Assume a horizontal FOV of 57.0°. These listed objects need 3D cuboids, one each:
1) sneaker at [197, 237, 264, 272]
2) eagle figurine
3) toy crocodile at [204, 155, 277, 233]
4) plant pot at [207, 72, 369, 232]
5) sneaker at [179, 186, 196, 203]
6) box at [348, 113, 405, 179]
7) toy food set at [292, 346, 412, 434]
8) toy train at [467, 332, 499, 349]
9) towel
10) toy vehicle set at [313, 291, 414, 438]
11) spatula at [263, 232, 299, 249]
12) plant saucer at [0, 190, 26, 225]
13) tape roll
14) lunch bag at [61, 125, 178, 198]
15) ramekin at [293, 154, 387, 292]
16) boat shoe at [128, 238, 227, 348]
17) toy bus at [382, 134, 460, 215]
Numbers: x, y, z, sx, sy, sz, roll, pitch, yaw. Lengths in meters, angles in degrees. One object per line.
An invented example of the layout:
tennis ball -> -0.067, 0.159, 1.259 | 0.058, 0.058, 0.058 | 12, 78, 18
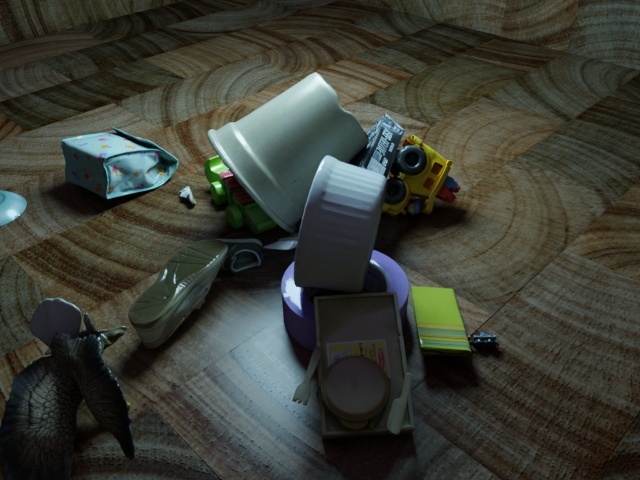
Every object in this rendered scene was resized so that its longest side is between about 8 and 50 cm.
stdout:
sneaker -> -0.230, 0.041, 1.433 | 0.192, 0.064, 0.086 | -6, 32, -12
eagle figurine -> -0.427, 0.266, 1.046 | 0.225, 0.226, 0.298 | 13, 29, -16
toy crocodile -> -0.222, -0.126, 1.623 | 0.115, 0.105, 0.340 | -19, 41, -22
plant pot -> -0.058, -0.240, 1.491 | 0.305, 0.334, 0.333 | -38, 41, 6
sneaker -> -0.382, -0.122, 1.690 | 0.037, 0.031, 0.083 | -26, 37, -9
box -> 0.095, -0.177, 1.578 | 0.076, 0.242, 0.307 | 39, 38, -11
toy food set -> 0.060, 0.269, 1.052 | 0.192, 0.038, 0.132 | 15, 56, 13
toy train -> 0.291, 0.209, 1.231 | 0.158, 0.027, 0.036 | 1, 26, 3
towel -> 0.252, 0.168, 1.261 | 0.102, 0.021, 0.237 | 5, 27, 1
toy vehicle set -> 0.076, 0.229, 1.110 | 0.166, 0.035, 0.266 | -2, 62, -3
spatula -> 0.000, 0.000, 1.438 | 0.242, 0.019, 0.168 | 1, 9, 27
plant saucer -> -0.936, -0.096, 1.660 | 0.195, 0.037, 0.195 | -1, 38, 0
tape roll -> 0.053, 0.126, 1.294 | 0.275, 0.090, 0.274 | 0, 36, 0
lunch bag -> -0.585, -0.239, 1.745 | 0.223, 0.160, 0.262 | 23, 32, 33
ramekin -> 0.046, -0.025, 1.205 | 0.135, 0.277, 0.277 | 13, 39, 6
boat shoe -> -0.305, 0.110, 1.316 | 0.109, 0.098, 0.302 | 11, 42, 23
toy bus -> 0.266, -0.142, 1.593 | 0.212, 0.220, 0.149 | 28, 0, -7
